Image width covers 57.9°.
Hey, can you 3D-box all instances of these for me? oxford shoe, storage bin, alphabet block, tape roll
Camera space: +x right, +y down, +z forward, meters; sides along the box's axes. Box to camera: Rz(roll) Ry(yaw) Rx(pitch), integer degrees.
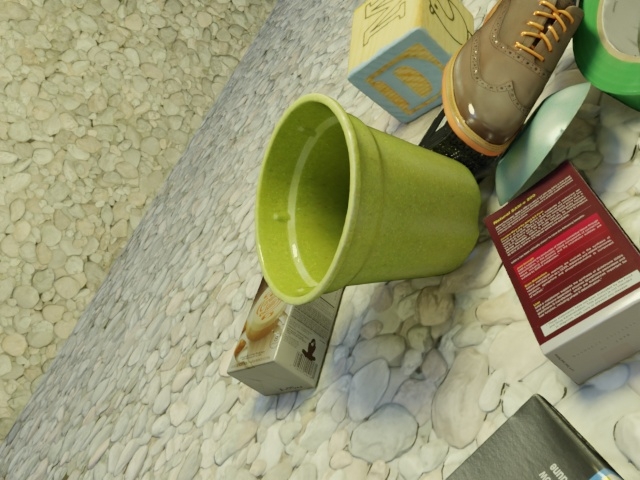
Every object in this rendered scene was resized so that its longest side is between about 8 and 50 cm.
[{"bbox_3d":[0.265,-0.264,0.773,0.364,0.130,0.133,-63,8,-32],"label":"oxford shoe"},{"bbox_3d":[0.227,-0.166,0.909,0.122,0.084,0.180,-57,7,-11],"label":"storage bin"},{"bbox_3d":[0.185,-0.395,1.178,0.193,0.192,0.197,-23,50,41],"label":"alphabet block"},{"bbox_3d":[0.460,-0.312,0.692,0.321,0.077,0.321,-48,32,44],"label":"tape roll"}]

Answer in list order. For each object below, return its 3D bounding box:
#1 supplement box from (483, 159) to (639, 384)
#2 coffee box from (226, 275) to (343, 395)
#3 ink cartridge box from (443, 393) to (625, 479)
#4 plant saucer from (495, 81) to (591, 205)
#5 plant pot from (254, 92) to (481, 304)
[{"bbox_3d":[0.284,0.025,0.654,0.130,0.073,0.239,-39,30,25],"label":"supplement box"},{"bbox_3d":[-0.053,0.135,1.022,0.141,0.098,0.247,-24,38,43],"label":"coffee box"},{"bbox_3d":[0.165,0.330,0.470,0.307,0.072,0.303,-46,27,6],"label":"ink cartridge box"},{"bbox_3d":[0.287,-0.137,0.784,0.195,0.037,0.195,-54,-8,-11],"label":"plant saucer"},{"bbox_3d":[0.077,-0.044,0.819,0.276,0.253,0.276,-16,71,59],"label":"plant pot"}]
